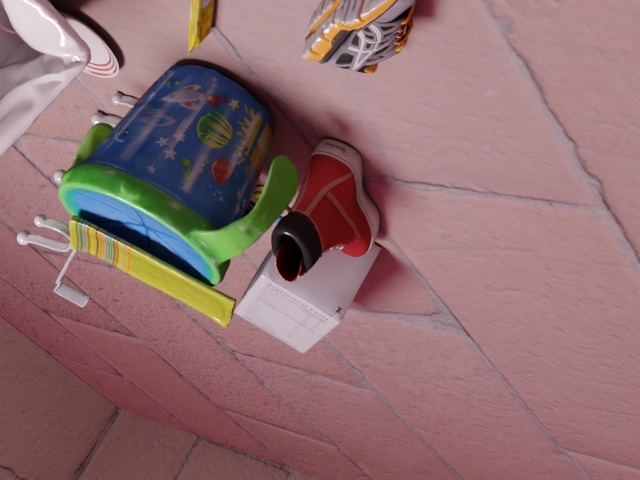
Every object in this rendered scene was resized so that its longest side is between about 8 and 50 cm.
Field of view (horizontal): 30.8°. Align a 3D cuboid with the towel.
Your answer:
[{"bbox_3d":[-0.220,0.041,1.506,0.237,0.021,0.102,28,161,2],"label":"towel"}]

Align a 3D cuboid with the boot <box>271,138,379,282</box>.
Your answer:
[{"bbox_3d":[0.000,0.000,1.533,0.088,0.176,0.244,20,158,20],"label":"boot"}]

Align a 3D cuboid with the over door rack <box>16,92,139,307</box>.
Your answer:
[{"bbox_3d":[-0.352,-0.060,1.759,0.108,0.239,0.324,27,158,2],"label":"over door rack"}]

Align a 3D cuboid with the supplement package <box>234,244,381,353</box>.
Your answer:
[{"bbox_3d":[-0.024,0.063,1.761,0.139,0.133,0.244,31,159,-4],"label":"supplement package"}]

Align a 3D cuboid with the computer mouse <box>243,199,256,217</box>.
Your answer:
[{"bbox_3d":[-0.168,-0.050,1.717,0.189,0.072,0.272,4,176,2],"label":"computer mouse"}]

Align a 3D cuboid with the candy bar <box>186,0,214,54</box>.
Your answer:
[{"bbox_3d":[-0.134,-0.260,1.305,0.018,0.040,0.161,37,159,8],"label":"candy bar"}]

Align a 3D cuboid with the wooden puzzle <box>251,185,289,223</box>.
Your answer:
[{"bbox_3d":[-0.086,-0.059,1.734,0.116,0.014,0.079,42,156,-30],"label":"wooden puzzle"}]

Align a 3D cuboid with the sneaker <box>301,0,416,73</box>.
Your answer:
[{"bbox_3d":[0.056,-0.219,1.118,0.083,0.084,0.215,22,165,-17],"label":"sneaker"}]

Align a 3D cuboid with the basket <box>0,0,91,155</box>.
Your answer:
[{"bbox_3d":[-0.497,-0.237,1.344,0.328,0.331,0.266,46,-179,-26],"label":"basket"}]

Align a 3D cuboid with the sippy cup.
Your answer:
[{"bbox_3d":[-0.176,-0.093,1.480,0.306,0.224,0.240,27,161,4],"label":"sippy cup"}]

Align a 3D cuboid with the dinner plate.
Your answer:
[{"bbox_3d":[-0.330,-0.270,1.566,0.141,0.017,0.141,26,158,11],"label":"dinner plate"}]
